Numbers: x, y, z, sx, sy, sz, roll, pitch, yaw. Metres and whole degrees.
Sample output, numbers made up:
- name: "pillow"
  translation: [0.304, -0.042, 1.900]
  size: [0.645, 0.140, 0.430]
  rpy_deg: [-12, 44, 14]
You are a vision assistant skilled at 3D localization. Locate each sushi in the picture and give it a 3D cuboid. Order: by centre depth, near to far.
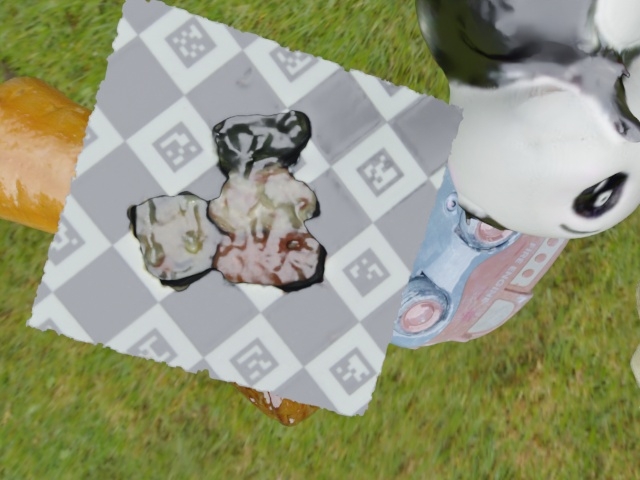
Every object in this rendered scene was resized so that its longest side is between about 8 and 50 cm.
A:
- name: "sushi"
  translation: [-0.049, -0.019, 0.743]
  size: [0.231, 0.047, 0.220]
  rpy_deg: [17, 92, -11]

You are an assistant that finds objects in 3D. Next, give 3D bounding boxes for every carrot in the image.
- name: "carrot"
  translation: [-0.251, -0.065, 1.183]
  size: [0.225, 0.159, 0.159]
  rpy_deg: [24, 112, 32]

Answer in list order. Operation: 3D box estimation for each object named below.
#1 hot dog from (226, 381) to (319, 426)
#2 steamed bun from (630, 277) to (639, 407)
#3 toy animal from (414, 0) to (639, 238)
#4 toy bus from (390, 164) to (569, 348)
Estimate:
- name: "hot dog"
  translation: [-0.130, 0.095, 1.616]
  size: [0.387, 0.267, 0.174]
  rpy_deg: [38, 92, 9]
- name: "steamed bun"
  translation: [0.390, 0.109, 0.944]
  size: [0.276, 0.289, 0.203]
  rpy_deg: [20, 69, 13]
- name: "toy animal"
  translation: [0.203, -0.153, 0.963]
  size: [0.250, 0.251, 0.310]
  rpy_deg: [1, 119, 8]
- name: "toy bus"
  translation: [0.175, -0.005, 1.323]
  size: [0.231, 0.197, 0.294]
  rpy_deg: [18, 118, -37]
